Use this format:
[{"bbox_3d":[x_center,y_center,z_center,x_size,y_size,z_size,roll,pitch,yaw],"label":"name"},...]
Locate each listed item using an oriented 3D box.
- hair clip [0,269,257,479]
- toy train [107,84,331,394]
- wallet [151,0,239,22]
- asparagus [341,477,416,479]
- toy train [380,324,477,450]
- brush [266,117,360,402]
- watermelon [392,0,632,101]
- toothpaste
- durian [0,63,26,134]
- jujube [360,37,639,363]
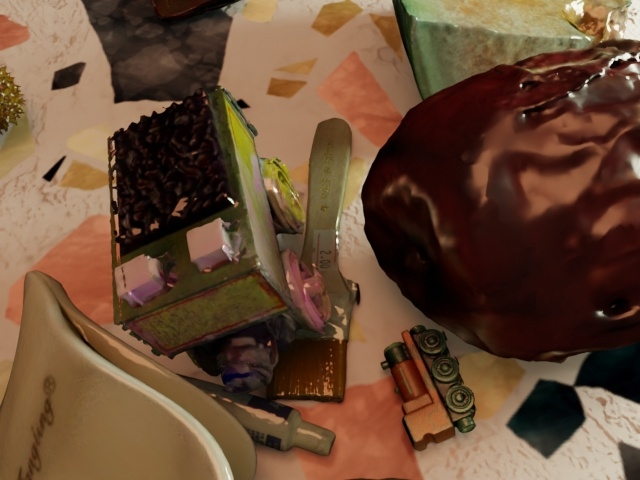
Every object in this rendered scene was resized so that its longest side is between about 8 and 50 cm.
[{"bbox_3d":[-0.168,0.151,0.503,0.282,0.113,0.172,21,97,16],"label":"hair clip"},{"bbox_3d":[-0.086,-0.005,0.581,0.134,0.177,0.260,-22,51,8],"label":"toy train"},{"bbox_3d":[-0.190,-0.414,0.946,0.137,0.031,0.255,-16,62,1],"label":"wallet"},{"bbox_3d":[-0.049,0.244,0.489,0.287,0.080,0.080,-23,57,-10],"label":"asparagus"},{"bbox_3d":[0.092,0.124,0.577,0.064,0.044,0.103,-24,57,3],"label":"toy train"},{"bbox_3d":[0.000,0.000,0.678,0.086,0.020,0.336,0,57,7],"label":"brush"},{"bbox_3d":[0.191,-0.240,0.761,0.302,0.151,0.264,8,53,-10],"label":"watermelon"},{"bbox_3d":[-0.092,0.142,0.576,0.216,0.062,0.037,15,58,11],"label":"toothpaste"},{"bbox_3d":[-0.443,-0.166,0.770,0.168,0.136,0.158,36,45,16],"label":"durian"},{"bbox_3d":[0.225,-0.038,0.561,0.377,0.258,0.258,-14,56,2],"label":"jujube"}]
